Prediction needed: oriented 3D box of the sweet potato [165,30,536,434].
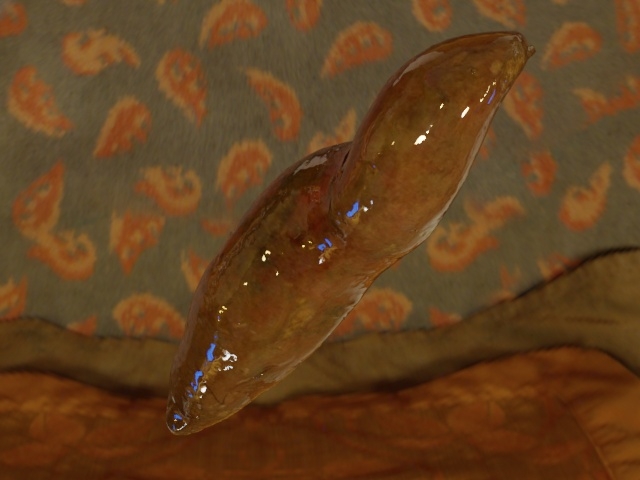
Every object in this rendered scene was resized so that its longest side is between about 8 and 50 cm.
[{"bbox_3d":[-0.001,0.000,0.451,0.058,0.055,0.202,51,124,16],"label":"sweet potato"}]
